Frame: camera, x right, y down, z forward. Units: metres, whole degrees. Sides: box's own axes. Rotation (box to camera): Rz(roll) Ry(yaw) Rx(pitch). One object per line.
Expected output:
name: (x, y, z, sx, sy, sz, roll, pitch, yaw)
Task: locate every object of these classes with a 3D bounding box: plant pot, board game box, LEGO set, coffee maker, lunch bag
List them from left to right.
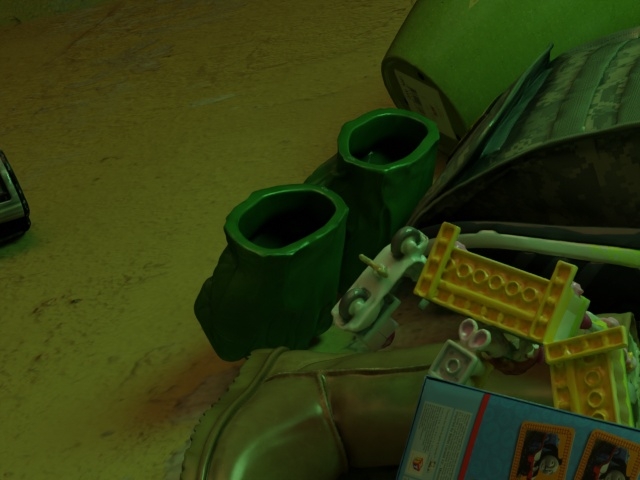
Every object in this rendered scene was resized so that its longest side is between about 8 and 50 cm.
coffee maker: (-0.440, -0.033, 1.578, 0.178, 0.120, 0.171, -24, 22, -20)
plant pot: (0.215, -0.226, 1.429, 0.293, 0.275, 0.274, -41, 27, -13)
board game box: (0.114, 0.162, 0.650, 0.039, 0.160, 0.211, 23, -10, -40)
LEGO set: (0.137, 0.092, 0.775, 0.132, 0.107, 0.287, -49, 52, 10)
lunch bag: (0.215, -0.064, 1.107, 0.287, 0.169, 0.235, -12, 21, 31)

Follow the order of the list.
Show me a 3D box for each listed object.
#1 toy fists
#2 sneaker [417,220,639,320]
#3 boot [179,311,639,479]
toy fists: (0.000, 0.000, 1.121, 0.096, 0.142, 0.279, 25, 40, 23)
sneaker: (0.165, 0.037, 0.968, 0.234, 0.097, 0.084, 3, 0, 25)
boot: (0.063, 0.124, 0.857, 0.269, 0.089, 0.236, -5, 30, 18)
